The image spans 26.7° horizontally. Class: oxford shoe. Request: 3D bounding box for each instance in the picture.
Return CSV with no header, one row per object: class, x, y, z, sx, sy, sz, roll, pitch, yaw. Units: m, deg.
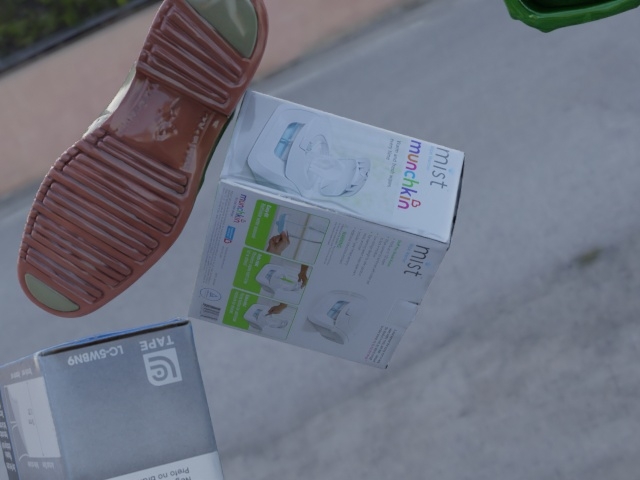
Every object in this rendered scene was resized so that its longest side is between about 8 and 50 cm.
oxford shoe,-0.167,-0.094,1.364,0.397,0.140,0.146,-53,7,15

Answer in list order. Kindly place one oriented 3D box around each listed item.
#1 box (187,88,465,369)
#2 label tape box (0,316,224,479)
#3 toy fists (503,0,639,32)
box,0.000,0.000,1.387,0.231,0.262,0.126,15,55,-3
label tape box,-0.129,0.232,0.921,0.106,0.333,0.240,-12,-3,-22
toy fists,0.229,-0.210,0.799,0.279,0.096,0.142,-21,8,20
